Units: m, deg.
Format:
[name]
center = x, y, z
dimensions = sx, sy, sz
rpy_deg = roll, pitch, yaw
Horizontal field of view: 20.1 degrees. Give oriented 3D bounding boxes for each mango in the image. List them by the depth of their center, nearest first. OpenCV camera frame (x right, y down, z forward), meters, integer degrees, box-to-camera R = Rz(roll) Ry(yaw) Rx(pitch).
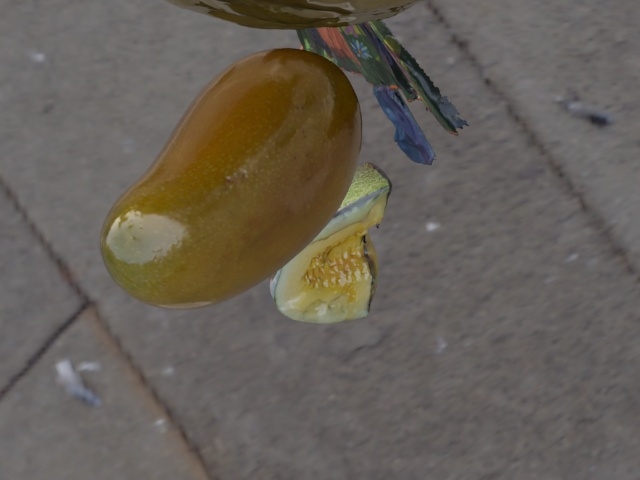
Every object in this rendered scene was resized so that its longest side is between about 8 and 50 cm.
[mango]
center = -0.040, -0.027, 0.889
dimensions = 0.084, 0.184, 0.102
rpy_deg = 13, 130, 24

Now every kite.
[kite]
center = -0.002, -0.139, 1.020
dimensions = 0.016, 0.321, 0.234
rpy_deg = -35, 109, -7

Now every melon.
[melon]
center = 0.000, 0.000, 1.567
dimensions = 0.079, 0.128, 0.160
rpy_deg = 50, 146, 33

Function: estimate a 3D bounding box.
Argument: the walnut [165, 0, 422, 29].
[walnut]
center = -0.012, -0.193, 0.777
dimensions = 0.228, 0.228, 0.228
rpy_deg = 4, 100, 27
